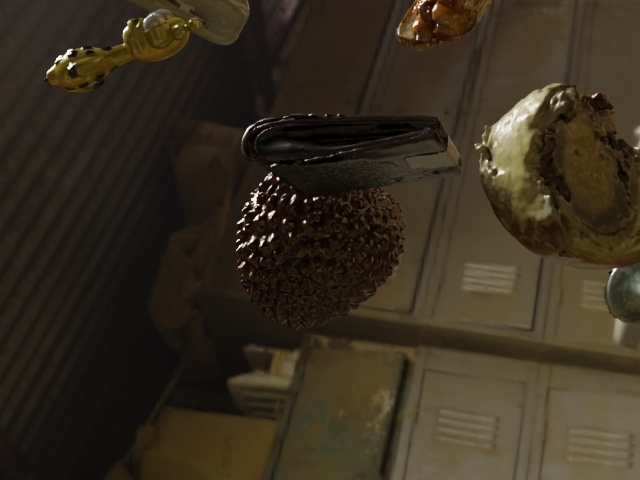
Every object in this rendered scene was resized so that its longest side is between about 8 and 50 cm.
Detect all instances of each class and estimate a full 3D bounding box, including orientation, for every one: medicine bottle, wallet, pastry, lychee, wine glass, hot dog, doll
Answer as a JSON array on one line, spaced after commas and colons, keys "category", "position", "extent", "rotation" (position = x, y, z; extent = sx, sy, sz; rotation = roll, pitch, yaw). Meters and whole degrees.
[{"category": "medicine bottle", "position": [-0.326, -0.539, 1.868], "extent": [0.123, 0.375, 0.282], "rotation": [-57, 32, 22]}, {"category": "wallet", "position": [0.050, -0.111, 1.264], "extent": [0.221, 0.262, 0.072], "rotation": [35, -128, -70]}, {"category": "pastry", "position": [0.317, -0.071, 1.232], "extent": [0.256, 0.170, 0.237], "rotation": [1, -101, -45]}, {"category": "lychee", "position": [0.000, 0.000, 1.656], "extent": [0.330, 0.306, 0.306], "rotation": [-66, -13, 0]}, {"category": "wine glass", "position": [0.544, 0.093, 1.397], "extent": [0.241, 0.126, 0.127], "rotation": [-155, 71, -73]}, {"category": "hot dog", "position": [0.256, -0.479, 1.692], "extent": [0.117, 0.158, 0.349], "rotation": [50, -124, -23]}, {"category": "doll", "position": [-0.349, -0.335, 1.641], "extent": [0.117, 0.291, 0.086], "rotation": [-92, -21, -70]}]
